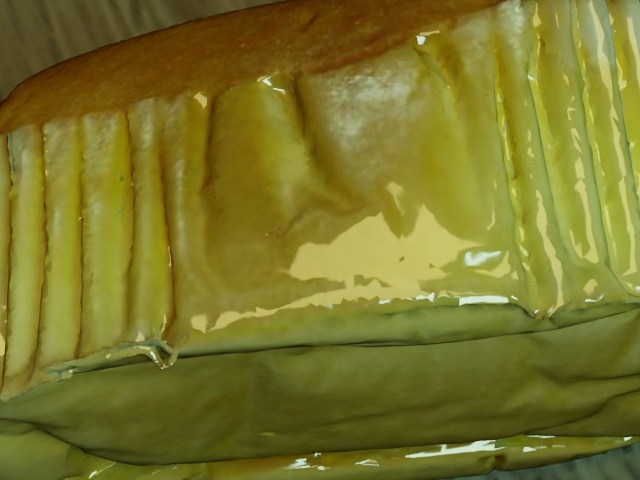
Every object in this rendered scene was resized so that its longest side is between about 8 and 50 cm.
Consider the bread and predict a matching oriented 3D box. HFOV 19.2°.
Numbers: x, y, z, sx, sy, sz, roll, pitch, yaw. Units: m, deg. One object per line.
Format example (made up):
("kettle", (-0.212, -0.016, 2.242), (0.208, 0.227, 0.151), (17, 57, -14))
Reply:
("bread", (0.000, 0.000, 0.690), (0.288, 0.204, 0.156), (-11, 64, 7))
